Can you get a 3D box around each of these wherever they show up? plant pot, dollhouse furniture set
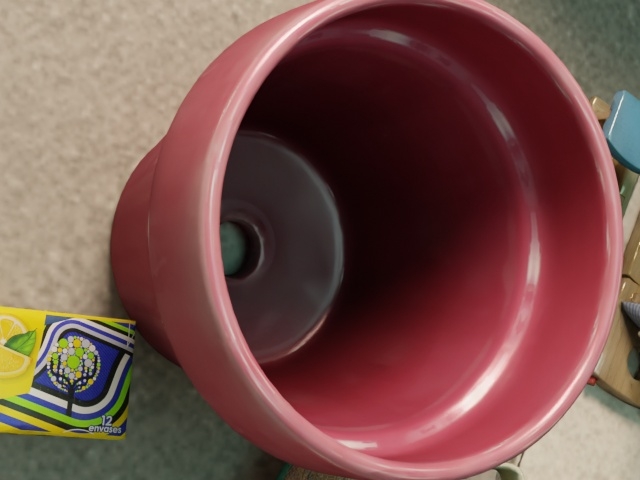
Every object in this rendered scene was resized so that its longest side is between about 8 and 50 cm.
[{"bbox_3d":[0.000,0.000,0.618,0.201,0.180,0.201,1,87,-30],"label":"plant pot"},{"bbox_3d":[0.184,0.009,0.757,0.184,0.129,0.129,31,73,-27],"label":"dollhouse furniture set"}]

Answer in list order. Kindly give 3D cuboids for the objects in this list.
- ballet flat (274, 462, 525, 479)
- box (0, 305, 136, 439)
[{"bbox_3d":[0.107,0.175,0.723,0.316,0.107,0.106,27,67,-28],"label":"ballet flat"},{"bbox_3d":[-0.167,0.052,0.586,0.169,0.059,0.054,8,82,-31],"label":"box"}]
